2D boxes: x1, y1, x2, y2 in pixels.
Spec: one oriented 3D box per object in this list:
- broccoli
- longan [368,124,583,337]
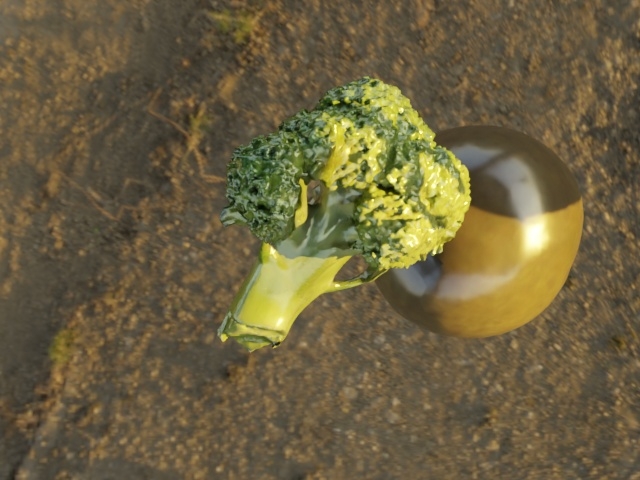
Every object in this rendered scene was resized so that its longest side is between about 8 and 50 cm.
[{"bbox_3d":[0.016,-0.017,0.985,0.186,0.254,0.302,32,73,36],"label":"broccoli"},{"bbox_3d":[0.204,-0.013,1.298,0.297,0.297,0.297,-6,76,22],"label":"longan"}]
